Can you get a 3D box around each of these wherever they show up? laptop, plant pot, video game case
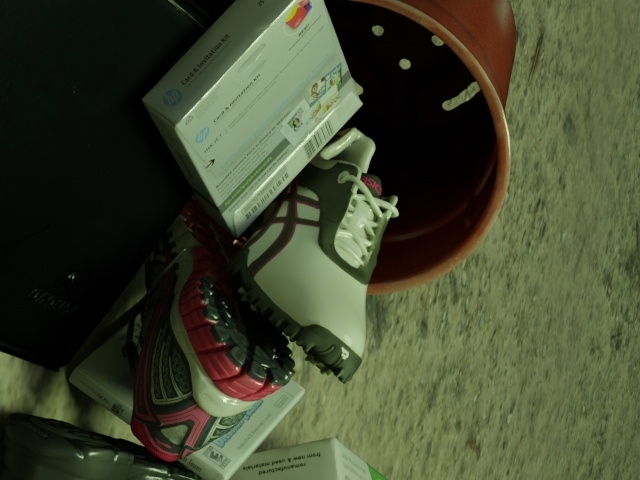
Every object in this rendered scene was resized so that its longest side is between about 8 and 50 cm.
[{"bbox_3d":[-0.205,-0.169,1.359,0.382,0.236,0.408,36,35,-67],"label":"laptop"},{"bbox_3d":[0.052,-0.134,1.727,0.265,0.272,0.272,-61,151,-59],"label":"plant pot"},{"bbox_3d":[-0.101,0.113,1.562,0.019,0.143,0.157,-59,172,31],"label":"video game case"}]

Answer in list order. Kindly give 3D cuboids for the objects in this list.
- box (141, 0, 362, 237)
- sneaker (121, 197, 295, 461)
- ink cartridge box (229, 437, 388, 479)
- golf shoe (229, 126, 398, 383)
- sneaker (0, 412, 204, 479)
[{"bbox_3d":[-0.044,-0.099,1.427,0.145,0.038,0.186,-48,157,-10],"label":"box"},{"bbox_3d":[-0.100,0.056,1.529,0.121,0.112,0.299,41,15,-16],"label":"sneaker"},{"bbox_3d":[0.006,0.343,1.820,0.201,0.117,0.278,47,34,-64],"label":"ink cartridge box"},{"bbox_3d":[0.000,0.000,1.504,0.105,0.120,0.273,41,15,-26],"label":"golf shoe"},{"bbox_3d":[-0.167,0.210,1.496,0.286,0.109,0.130,28,81,-61],"label":"sneaker"}]
